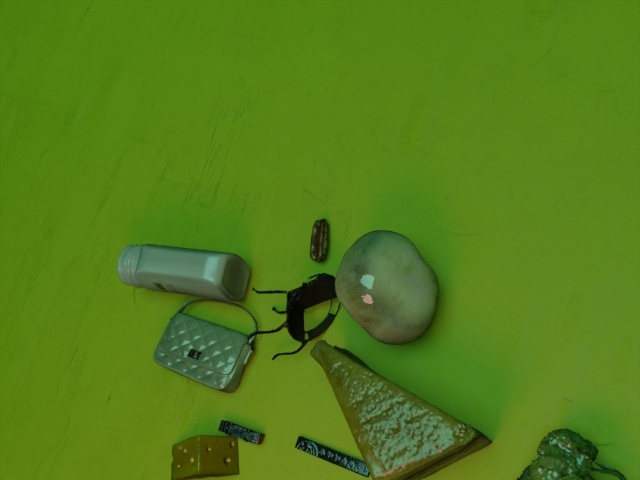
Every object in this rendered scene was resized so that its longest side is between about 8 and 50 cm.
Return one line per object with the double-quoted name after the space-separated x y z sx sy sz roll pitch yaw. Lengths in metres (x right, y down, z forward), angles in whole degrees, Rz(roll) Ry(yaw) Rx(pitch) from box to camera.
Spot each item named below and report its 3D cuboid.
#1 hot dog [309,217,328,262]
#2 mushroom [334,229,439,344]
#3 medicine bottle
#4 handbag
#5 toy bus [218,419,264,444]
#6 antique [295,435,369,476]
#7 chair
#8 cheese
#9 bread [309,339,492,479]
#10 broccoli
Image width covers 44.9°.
0.000 0.000 1.956 0.049 0.037 0.122 -5 65 32 "hot dog"
0.136 0.114 1.772 0.234 0.254 0.260 -32 53 50 "mushroom"
-0.358 0.078 1.985 0.324 0.179 0.124 4 75 23 "medicine bottle"
-0.284 0.250 1.960 0.256 0.079 0.219 16 75 23 "handbag"
-0.190 0.463 1.870 0.110 0.043 0.031 14 82 23 "toy bus"
0.029 0.498 1.789 0.192 0.015 0.031 15 79 25 "antique"
-0.053 0.170 1.847 0.213 0.174 0.149 -20 49 18 "chair"
-0.303 0.531 1.881 0.171 0.126 0.093 -22 63 36 "cheese"
0.160 0.326 1.675 0.245 0.233 0.361 -32 64 9 "bread"
0.507 0.537 1.499 0.254 0.186 0.302 -44 57 -8 "broccoli"
